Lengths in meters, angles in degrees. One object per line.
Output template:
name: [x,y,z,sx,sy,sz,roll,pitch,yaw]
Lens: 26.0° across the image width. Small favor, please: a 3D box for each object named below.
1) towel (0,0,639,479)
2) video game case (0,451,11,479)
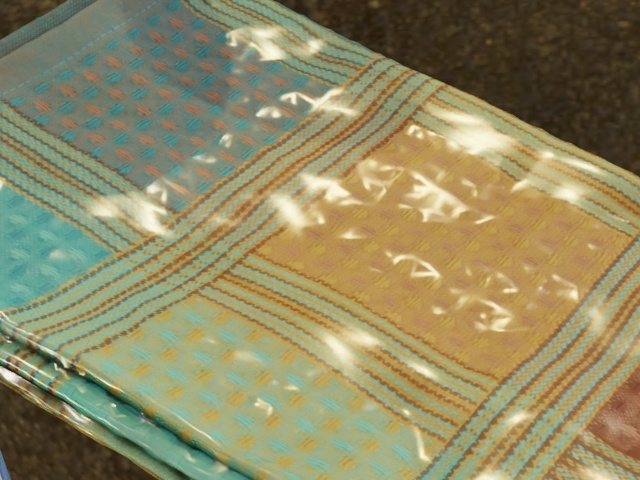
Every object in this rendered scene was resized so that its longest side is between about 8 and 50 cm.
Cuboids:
towel: [0.000,0.000,0.553,0.271,0.370,0.040,-41,150,-43]
video game case: [-0.514,0.270,1.665,0.244,0.061,0.270,-13,129,-7]
